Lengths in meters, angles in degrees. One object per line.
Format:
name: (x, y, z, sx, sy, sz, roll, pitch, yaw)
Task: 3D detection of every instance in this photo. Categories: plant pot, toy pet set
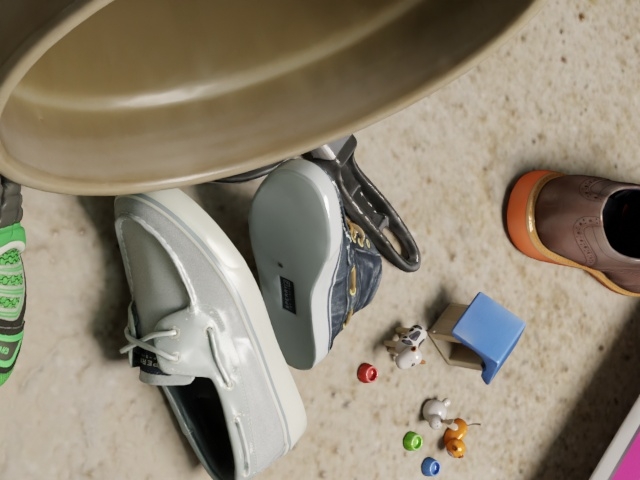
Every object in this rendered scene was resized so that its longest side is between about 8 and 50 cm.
plant pot: (-0.063, -0.215, 0.776, 0.323, 0.323, 0.280, -7, 71, -40)
toy pet set: (0.107, 0.106, 1.103, 0.114, 0.065, 0.122, -51, 124, -26)

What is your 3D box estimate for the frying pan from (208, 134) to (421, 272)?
frying pan: (-0.034, -0.079, 0.981, 0.197, 0.053, 0.326, -33, 112, -33)

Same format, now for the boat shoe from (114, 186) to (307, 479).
boat shoe: (-0.081, 0.066, 0.926, 0.081, 0.079, 0.227, -45, 124, -34)

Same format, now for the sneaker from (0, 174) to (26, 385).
sneaker: (-0.286, 0.063, 0.712, 0.343, 0.134, 0.146, -18, 106, -39)

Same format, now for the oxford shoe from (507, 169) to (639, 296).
oxford shoe: (0.279, 0.000, 1.220, 0.271, 0.098, 0.097, 7, 88, -41)

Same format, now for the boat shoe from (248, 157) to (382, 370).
boat shoe: (0.000, 0.000, 0.973, 0.083, 0.065, 0.183, -46, 153, -36)

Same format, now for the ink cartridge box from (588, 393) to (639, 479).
ink cartridge box: (0.304, 0.189, 1.250, 0.371, 0.069, 0.176, -55, 146, -25)
